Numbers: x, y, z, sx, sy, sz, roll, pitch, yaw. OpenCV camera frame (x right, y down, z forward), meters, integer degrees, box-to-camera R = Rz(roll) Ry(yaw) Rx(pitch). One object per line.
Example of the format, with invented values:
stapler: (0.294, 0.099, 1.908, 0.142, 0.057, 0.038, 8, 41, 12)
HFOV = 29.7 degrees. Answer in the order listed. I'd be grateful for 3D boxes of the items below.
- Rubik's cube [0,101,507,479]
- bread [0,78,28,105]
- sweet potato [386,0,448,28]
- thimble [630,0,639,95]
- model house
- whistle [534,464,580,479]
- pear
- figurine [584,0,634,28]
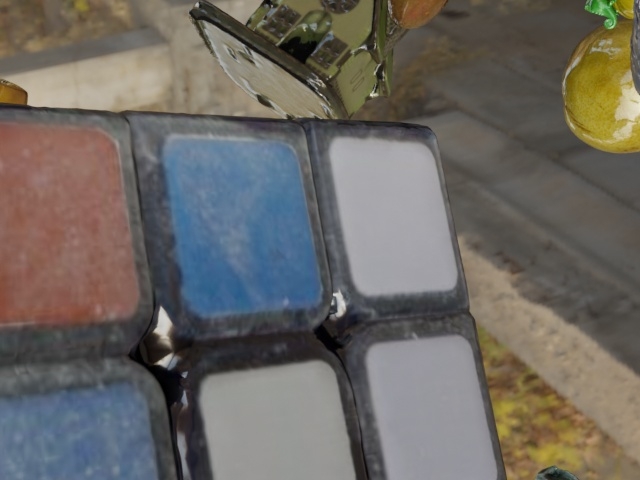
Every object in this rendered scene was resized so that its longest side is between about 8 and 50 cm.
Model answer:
Rubik's cube: (-0.128, 0.139, 0.672, 0.358, 0.363, 0.362, -22, 72, 46)
bread: (-0.474, -0.117, 1.701, 0.074, 0.092, 0.239, 159, 120, -75)
sweet potato: (0.089, -0.230, 0.970, 0.206, 0.060, 0.068, -69, -30, -52)
thimble: (0.318, -0.179, 0.976, 0.118, 0.127, 0.151, 73, -152, -54)
model house: (0.029, -0.268, 1.360, 0.218, 0.279, 0.205, 35, 169, 21)
whistle: (0.288, 0.472, 1.566, 0.168, 0.188, 0.405, 49, 122, 40)
pear: (0.475, -0.236, 1.838, 0.209, 0.208, 0.209, 49, 148, 47)
figurine: (0.443, -0.336, 1.633, 0.115, 0.156, 0.095, 60, 179, 37)
